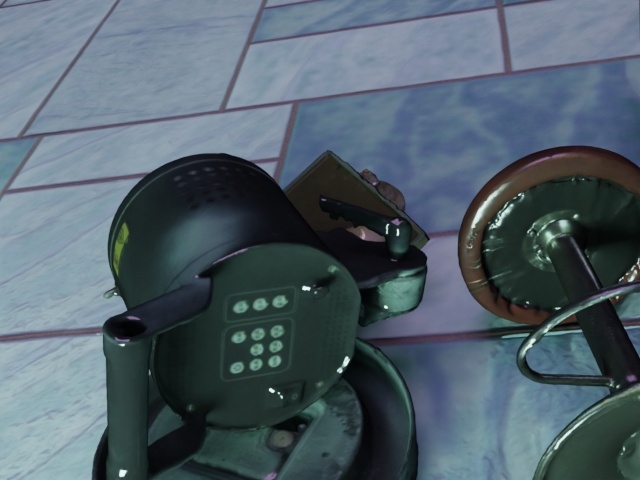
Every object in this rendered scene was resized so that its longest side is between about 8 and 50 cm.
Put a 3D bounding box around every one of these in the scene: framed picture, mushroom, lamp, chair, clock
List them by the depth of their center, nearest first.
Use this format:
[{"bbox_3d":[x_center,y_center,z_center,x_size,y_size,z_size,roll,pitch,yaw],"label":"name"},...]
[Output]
[{"bbox_3d":[0.252,0.069,0.842,0.227,0.226,0.401,-12,34,3],"label":"chair"},{"bbox_3d":[-0.061,0.208,0.893,0.319,0.066,0.318,-9,34,6],"label":"clock"},{"bbox_3d":[-0.103,0.043,0.899,0.374,0.205,0.272,-19,36,-38],"label":"lamp"},{"bbox_3d":[0.000,0.000,1.140,0.192,0.018,0.265,-43,38,1],"label":"framed picture"},{"bbox_3d":[0.069,-0.057,1.206,0.085,0.079,0.085,-6,34,4],"label":"mushroom"}]

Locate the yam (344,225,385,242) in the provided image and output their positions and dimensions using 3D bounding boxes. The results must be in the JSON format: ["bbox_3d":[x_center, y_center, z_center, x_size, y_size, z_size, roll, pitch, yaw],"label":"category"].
[{"bbox_3d":[-0.049,0.022,1.096,0.300,0.066,0.066,-7,33,36],"label":"yam"}]
